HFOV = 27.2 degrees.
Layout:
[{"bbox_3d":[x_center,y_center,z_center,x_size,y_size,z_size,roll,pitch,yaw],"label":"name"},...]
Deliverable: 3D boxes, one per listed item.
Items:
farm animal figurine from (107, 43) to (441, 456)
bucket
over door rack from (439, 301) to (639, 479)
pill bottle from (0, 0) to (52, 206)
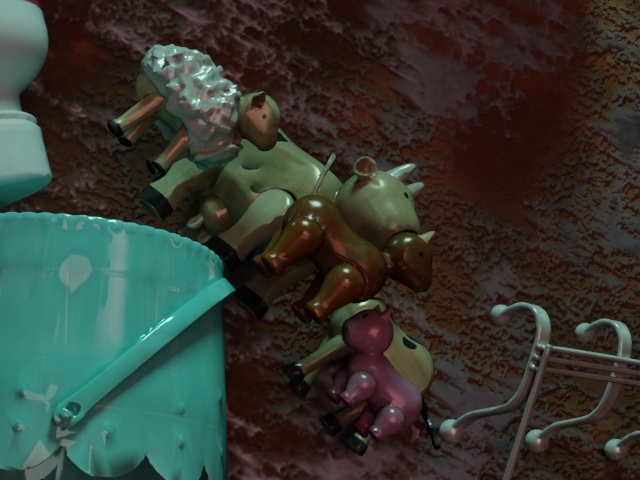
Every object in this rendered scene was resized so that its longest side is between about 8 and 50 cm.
[{"bbox_3d":[0.000,0.000,1.107,0.172,0.330,0.327,-42,67,-16],"label":"farm animal figurine"},{"bbox_3d":[-0.194,0.098,0.998,0.281,0.281,0.183,7,74,-16],"label":"bucket"},{"bbox_3d":[0.215,0.227,1.163,0.239,0.108,0.324,12,85,-36],"label":"over door rack"},{"bbox_3d":[-0.346,-0.216,1.019,0.229,0.229,0.407,-16,87,-19],"label":"pill bottle"}]
